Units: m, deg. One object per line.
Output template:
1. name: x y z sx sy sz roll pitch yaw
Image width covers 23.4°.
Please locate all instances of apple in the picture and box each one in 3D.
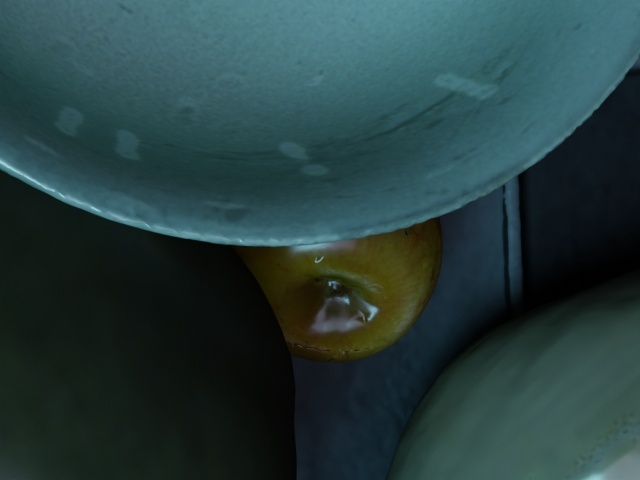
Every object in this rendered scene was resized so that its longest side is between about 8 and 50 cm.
1. apple: 0.000 0.000 0.870 0.146 0.146 0.146 -2 104 -9

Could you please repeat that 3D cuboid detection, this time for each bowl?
1. bowl: -0.049 -0.206 0.754 0.435 0.196 0.435 1 87 -18

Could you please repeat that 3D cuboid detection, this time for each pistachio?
1. pistachio: 0.164 0.138 0.893 0.332 0.226 0.208 -32 147 -7

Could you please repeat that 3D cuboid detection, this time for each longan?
1. longan: -0.191 0.112 0.755 0.361 0.361 0.361 -2 104 -9
